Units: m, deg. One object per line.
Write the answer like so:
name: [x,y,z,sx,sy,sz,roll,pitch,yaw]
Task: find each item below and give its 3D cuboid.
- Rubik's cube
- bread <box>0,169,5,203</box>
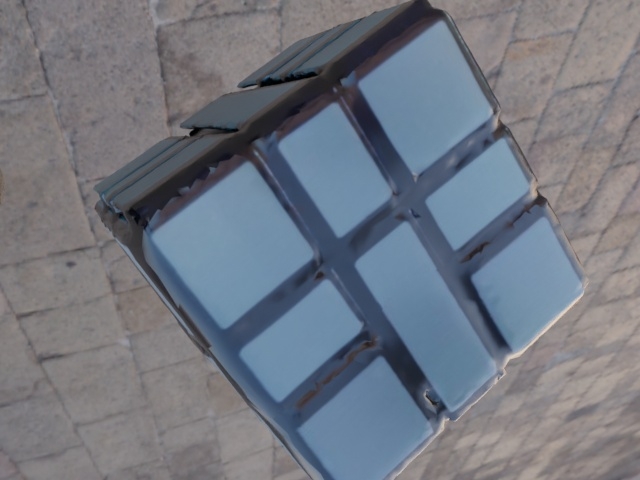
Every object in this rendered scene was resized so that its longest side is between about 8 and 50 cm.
Rubik's cube: [0.000,0.000,0.633,0.283,0.288,0.293,-41,108,-12]
bread: [-0.283,-0.027,0.336,0.241,0.136,0.107,21,101,-26]
